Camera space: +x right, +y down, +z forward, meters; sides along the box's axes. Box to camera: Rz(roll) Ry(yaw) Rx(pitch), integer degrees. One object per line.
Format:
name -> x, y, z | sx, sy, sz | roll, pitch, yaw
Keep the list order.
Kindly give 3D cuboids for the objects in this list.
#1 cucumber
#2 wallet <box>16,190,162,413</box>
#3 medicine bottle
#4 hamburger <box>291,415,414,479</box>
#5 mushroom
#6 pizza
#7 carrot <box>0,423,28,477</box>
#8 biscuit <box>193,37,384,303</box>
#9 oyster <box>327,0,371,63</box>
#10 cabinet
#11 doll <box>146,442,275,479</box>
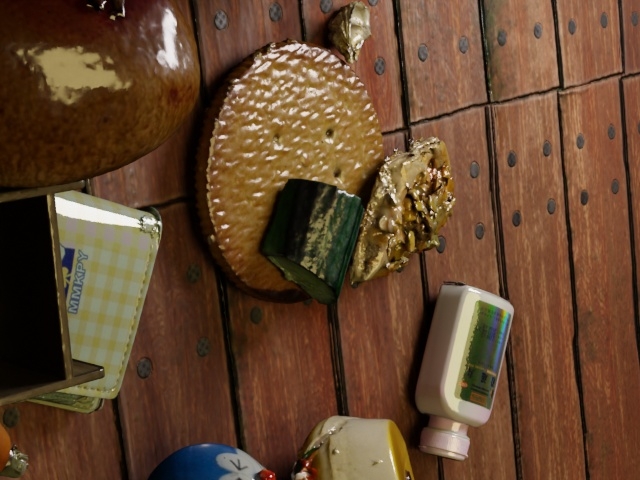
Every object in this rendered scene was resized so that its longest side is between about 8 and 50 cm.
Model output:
cucumber -> 0.000, 0.000, 1.555 | 0.116, 0.062, 0.115 | 33, 67, -46
wallet -> -0.295, 0.040, 1.307 | 0.309, 0.077, 0.223 | 18, 77, -46
medicine bottle -> 0.180, 0.172, 1.794 | 0.115, 0.078, 0.219 | 24, 76, -46
hamburger -> 0.048, 0.344, 1.604 | 0.227, 0.151, 0.295 | -73, 148, -70
mushroom -> -0.259, -0.159, 1.177 | 0.345, 0.345, 0.260 | -39, 153, -36
pizza -> 0.110, -0.037, 1.674 | 0.226, 0.069, 0.147 | -33, 131, -55
carrot -> -0.393, 0.145, 1.221 | 0.336, 0.069, 0.069 | 33, 70, -37
biscuit -> -0.033, -0.078, 1.582 | 0.305, 0.038, 0.305 | -7, 100, -46
oyster -> 0.035, -0.242, 1.642 | 0.083, 0.038, 0.081 | 1, 79, -67
cabinet -> -0.306, 0.045, 1.132 | 0.215, 0.148, 0.175 | -14, 104, -42
doll -> -0.096, 0.335, 1.472 | 0.215, 0.161, 0.257 | -79, 156, -47
